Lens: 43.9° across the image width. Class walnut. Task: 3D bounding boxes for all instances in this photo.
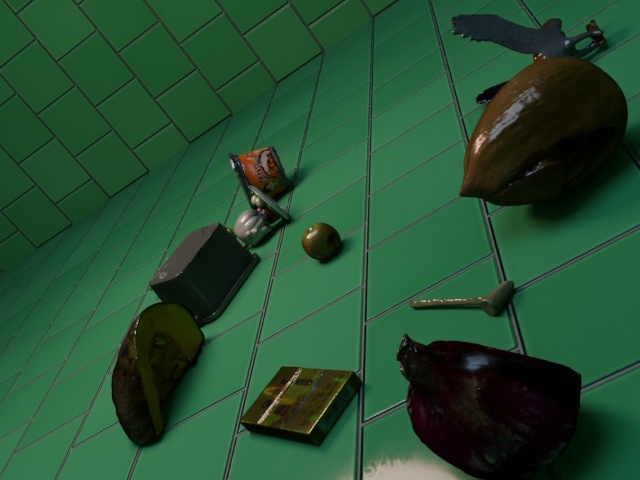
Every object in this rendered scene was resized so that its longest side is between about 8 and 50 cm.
[{"bbox_3d":[0.336,-0.158,1.246,0.298,0.203,0.203,-36,21,2],"label":"walnut"}]

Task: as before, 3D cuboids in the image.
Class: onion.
[{"bbox_3d":[0.155,0.169,0.839,0.195,0.218,0.140,14,82,57],"label":"onion"}]

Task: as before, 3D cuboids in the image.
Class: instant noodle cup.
[{"bbox_3d":[-0.160,-0.179,2.166,0.125,0.178,0.208,-23,-10,-1],"label":"instant noodle cup"}]

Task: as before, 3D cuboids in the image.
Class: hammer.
[{"bbox_3d":[0.205,0.085,1.194,0.060,0.028,0.195,-44,20,-30],"label":"hammer"}]

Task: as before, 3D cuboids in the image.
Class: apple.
[{"bbox_3d":[0.000,0.000,1.635,0.084,0.071,0.084,-32,21,14],"label":"apple"}]

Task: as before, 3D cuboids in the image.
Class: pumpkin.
[{"bbox_3d":[-0.360,0.247,1.569,0.148,0.169,0.312,-27,23,22],"label":"pumpkin"}]

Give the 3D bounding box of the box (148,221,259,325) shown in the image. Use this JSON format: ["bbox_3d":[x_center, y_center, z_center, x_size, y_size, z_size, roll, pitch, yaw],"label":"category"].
[{"bbox_3d":[-0.274,0.075,1.838,0.163,0.135,0.243,-17,29,43],"label":"box"}]

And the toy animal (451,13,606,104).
[{"bbox_3d":[0.444,-0.357,1.591,0.302,0.225,0.284,-25,41,4],"label":"toy animal"}]

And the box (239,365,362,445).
[{"bbox_3d":[-0.034,0.251,1.230,0.193,0.030,0.121,-7,36,52],"label":"box"}]

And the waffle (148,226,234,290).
[{"bbox_3d":[-0.346,0.066,2.090,0.291,0.051,0.291,-32,23,15],"label":"waffle"}]

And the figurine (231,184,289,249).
[{"bbox_3d":[-0.170,-0.045,1.960,0.154,0.132,0.132,-50,21,2],"label":"figurine"}]
